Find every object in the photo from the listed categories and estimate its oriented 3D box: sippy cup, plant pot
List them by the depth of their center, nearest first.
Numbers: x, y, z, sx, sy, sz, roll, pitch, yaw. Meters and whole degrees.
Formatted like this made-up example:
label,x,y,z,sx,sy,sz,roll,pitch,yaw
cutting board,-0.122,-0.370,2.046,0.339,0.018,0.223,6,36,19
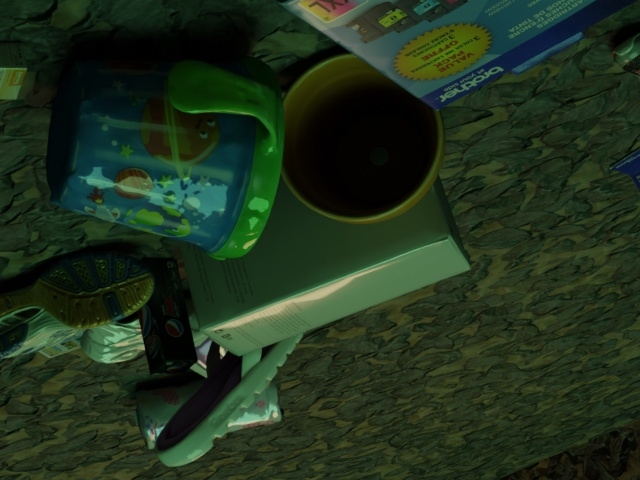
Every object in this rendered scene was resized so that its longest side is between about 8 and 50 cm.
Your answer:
label,x,y,z,sx,sy,sz,roll,pitch,yaw
sippy cup,-0.186,-0.106,1.516,0.224,0.240,0.305,7,124,-22
plant pot,0.061,-0.115,1.678,0.205,0.205,0.188,-20,171,9

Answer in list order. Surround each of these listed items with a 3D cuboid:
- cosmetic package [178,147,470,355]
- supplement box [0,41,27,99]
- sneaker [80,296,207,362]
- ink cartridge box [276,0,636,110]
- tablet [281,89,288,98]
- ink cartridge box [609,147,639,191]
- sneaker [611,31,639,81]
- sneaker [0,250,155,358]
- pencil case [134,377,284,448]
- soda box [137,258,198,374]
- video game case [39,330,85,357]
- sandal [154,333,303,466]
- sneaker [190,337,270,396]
label,x,y,z,sx,sy,sz,roll,pitch,yaw
cosmetic package,0.000,0.000,1.864,0.366,0.196,0.155,-19,156,10
supplement box,-0.371,-0.181,1.436,0.098,0.036,0.062,-4,154,-26
sneaker,-0.256,0.117,2.089,0.232,0.090,0.115,-13,135,-32
ink cartridge box,0.150,-0.291,1.396,0.270,0.151,0.395,-28,155,24
tablet,-0.066,-0.166,1.695,0.054,0.006,0.083,-4,153,-24
ink cartridge box,0.650,-0.109,2.197,0.371,0.069,0.176,13,143,-43
sneaker,0.470,-0.227,1.805,0.215,0.083,0.084,12,144,-45
sneaker,-0.378,0.093,1.969,0.297,0.111,0.131,-17,173,7
pencil case,-0.208,0.304,2.485,0.273,0.113,0.124,-12,-161,-11
soda box,-0.233,0.113,1.987,0.060,0.168,0.053,2,151,-34
video game case,-0.399,0.137,2.121,0.143,0.019,0.157,-19,156,7
sandal,-0.123,0.156,2.004,0.169,0.416,0.102,-19,119,48
sneaker,-0.117,0.189,2.311,0.161,0.102,0.282,-27,154,15
